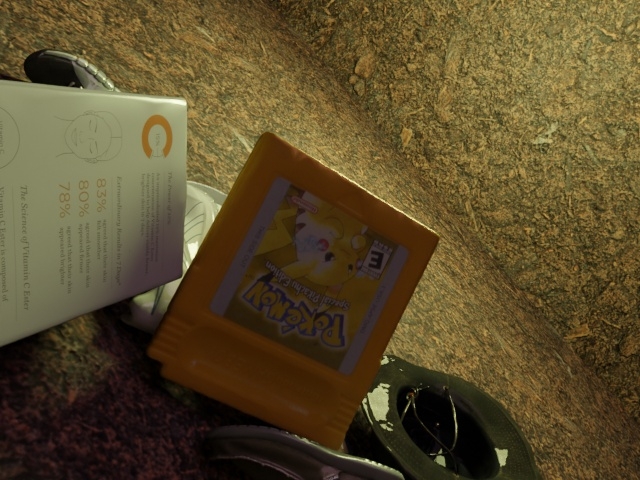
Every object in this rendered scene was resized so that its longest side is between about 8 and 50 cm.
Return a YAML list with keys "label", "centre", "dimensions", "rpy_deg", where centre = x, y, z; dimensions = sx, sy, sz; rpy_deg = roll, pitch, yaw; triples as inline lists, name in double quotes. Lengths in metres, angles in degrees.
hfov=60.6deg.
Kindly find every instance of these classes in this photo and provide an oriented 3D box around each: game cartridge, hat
- label: "game cartridge"
  centre: [-0.026, 0.071, 0.706]
  dimensions: [0.285, 0.324, 0.052]
  rpy_deg: [29, -9, -17]
- label: "hat"
  centre: [0.183, 0.340, 0.882]
  dimensions: [0.331, 0.134, 0.331]
  rpy_deg: [23, 21, -9]

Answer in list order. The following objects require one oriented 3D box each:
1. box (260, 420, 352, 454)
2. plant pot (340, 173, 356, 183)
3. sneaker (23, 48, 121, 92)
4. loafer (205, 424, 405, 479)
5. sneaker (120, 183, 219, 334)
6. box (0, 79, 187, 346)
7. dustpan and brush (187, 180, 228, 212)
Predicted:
- label: "box"
  centre: [-0.033, 0.247, 0.792]
  dimensions: [0.136, 0.036, 0.225]
  rpy_deg: [18, 38, -47]
- label: "plant pot"
  centre: [0.032, 0.045, 0.950]
  dimensions: [0.272, 0.272, 0.265]
  rpy_deg: [58, 17, 24]
- label: "sneaker"
  centre: [-0.365, -0.206, 0.882]
  dimensions: [0.228, 0.086, 0.132]
  rpy_deg: [29, 32, -37]
- label: "loafer"
  centre: [-0.020, 0.283, 0.647]
  dimensions: [0.251, 0.094, 0.087]
  rpy_deg: [20, 67, -7]
- label: "sneaker"
  centre: [-0.215, 0.010, 0.773]
  dimensions: [0.129, 0.111, 0.297]
  rpy_deg: [22, 33, -35]
- label: "box"
  centre: [-0.297, -0.040, 0.515]
  dimensions: [0.168, 0.215, 0.345]
  rpy_deg: [10, 13, 21]
- label: "dustpan and brush"
  centre: [-0.158, -0.038, 0.987]
  dimensions: [0.211, 0.060, 0.147]
  rpy_deg: [23, 33, -41]
